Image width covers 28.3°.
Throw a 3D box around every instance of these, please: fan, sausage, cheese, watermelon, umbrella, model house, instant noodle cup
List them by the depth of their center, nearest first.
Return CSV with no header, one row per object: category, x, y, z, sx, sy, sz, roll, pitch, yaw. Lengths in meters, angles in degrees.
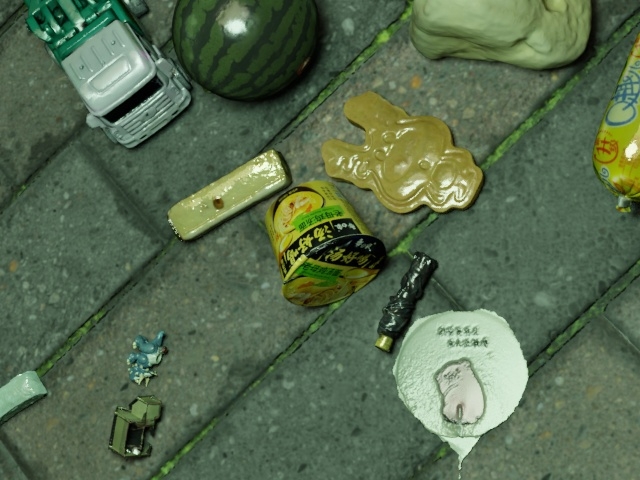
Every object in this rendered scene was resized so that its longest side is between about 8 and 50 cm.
sausage,0.446,-0.199,1.624,0.123,0.123,0.347,20,83,23
fan,0.181,0.240,1.653,0.182,0.010,0.310,-4,73,17
cheese,0.234,-0.330,1.677,0.251,0.248,0.174,17,82,16
umbrella,0.111,0.081,1.706,0.040,0.037,0.144,26,81,10
instant noodle cup,0.000,0.000,1.719,0.151,0.151,0.122,-30,56,9
model house,-0.264,0.257,1.782,0.058,0.057,0.083,18,101,48
watermelon,-0.107,-0.299,1.797,0.212,0.212,0.212,-5,73,18

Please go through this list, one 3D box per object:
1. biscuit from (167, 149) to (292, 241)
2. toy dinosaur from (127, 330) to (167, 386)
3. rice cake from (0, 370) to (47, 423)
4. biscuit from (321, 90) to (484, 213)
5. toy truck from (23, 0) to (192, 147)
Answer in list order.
biscuit,-0.129,-0.062,1.823,0.188,0.052,0.056,-31,80,10
toy dinosaur,-0.246,0.165,1.808,0.047,0.030,0.083,18,82,21
rice cake,-0.507,0.272,1.862,0.245,0.042,0.045,-35,78,8
biscuit,0.115,-0.113,1.765,0.236,0.040,0.144,26,90,26
toy truck,-0.347,-0.317,1.904,0.176,0.178,0.363,-36,70,6
